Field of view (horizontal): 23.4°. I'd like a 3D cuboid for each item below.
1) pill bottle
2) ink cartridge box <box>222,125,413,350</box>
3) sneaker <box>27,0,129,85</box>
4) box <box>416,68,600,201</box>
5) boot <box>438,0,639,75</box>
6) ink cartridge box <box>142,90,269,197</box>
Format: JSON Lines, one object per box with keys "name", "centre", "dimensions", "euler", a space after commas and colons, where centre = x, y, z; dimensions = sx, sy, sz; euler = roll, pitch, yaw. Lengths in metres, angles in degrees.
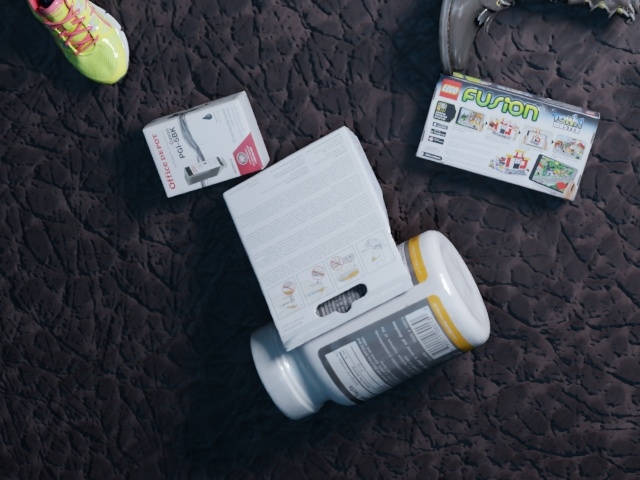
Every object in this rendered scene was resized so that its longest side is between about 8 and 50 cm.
{"name": "pill bottle", "centre": [0.061, 0.113, 1.969], "dimensions": [0.278, 0.162, 0.162], "euler": [-27, 101, 15]}
{"name": "ink cartridge box", "centre": [0.000, 0.000, 1.946], "dimensions": [0.189, 0.066, 0.232], "euler": [-28, 74, 14]}
{"name": "sneaker", "centre": [-0.320, -0.281, 1.943], "dimensions": [0.081, 0.094, 0.208], "euler": [-33, 101, 14]}
{"name": "box", "centre": [0.234, -0.133, 1.936], "dimensions": [0.207, 0.036, 0.114], "euler": [17, 108, 3]}
{"name": "boot", "centre": [0.270, -0.301, 1.854], "dimensions": [0.229, 0.091, 0.263], "euler": [15, 106, 4]}
{"name": "ink cartridge box", "centre": [-0.147, -0.122, 1.984], "dimensions": [0.135, 0.056, 0.099], "euler": [-17, 104, 12]}
